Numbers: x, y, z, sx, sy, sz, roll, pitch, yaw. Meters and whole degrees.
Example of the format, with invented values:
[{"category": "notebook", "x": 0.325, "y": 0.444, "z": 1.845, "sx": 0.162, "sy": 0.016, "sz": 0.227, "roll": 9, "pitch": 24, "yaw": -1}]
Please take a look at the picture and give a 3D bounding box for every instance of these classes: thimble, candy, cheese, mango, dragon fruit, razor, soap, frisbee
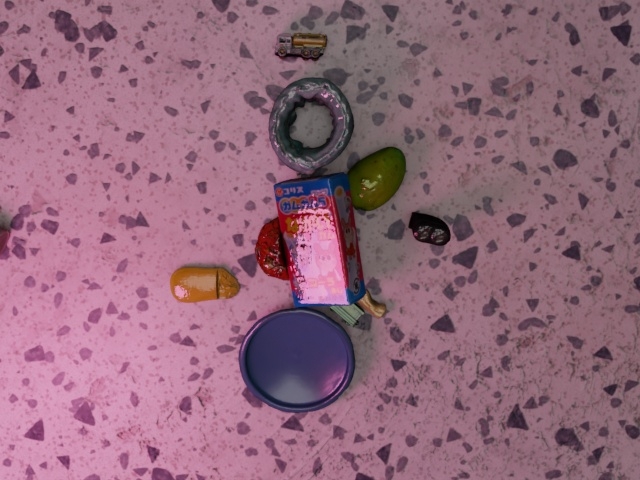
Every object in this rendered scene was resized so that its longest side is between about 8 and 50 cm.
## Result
[{"category": "thimble", "x": -0.022, "y": -0.263, "z": 1.796, "sx": 0.199, "sy": 0.143, "sz": 0.235, "roll": 12, "pitch": 98, "yaw": -1}, {"category": "candy", "x": -0.001, "y": 0.000, "z": 1.816, "sx": 0.157, "sy": 0.100, "sz": 0.305, "roll": -4, "pitch": 99, "yaw": 29}, {"category": "cheese", "x": 0.127, "y": 0.156, "z": 1.901, "sx": 0.083, "sy": 0.030, "sz": 0.044, "roll": 37, "pitch": 101, "yaw": 1}, {"category": "mango", "x": 0.133, "y": -0.151, "z": 1.833, "sx": 0.119, "sy": 0.100, "sz": 0.178, "roll": 43, "pitch": 87, "yaw": -3}, {"category": "dragon fruit", "x": -0.122, "y": 0.027, "z": 1.847, "sx": 0.083, "sy": 0.106, "sz": 0.162, "roll": -5, "pitch": 97, "yaw": 2}, {"category": "razor", "x": 0.259, "y": -0.031, "z": 1.824, "sx": 0.090, "sy": 0.148, "sz": 0.054, "roll": 15, "pitch": 103, "yaw": -3}, {"category": "soap", "x": -0.286, "y": 0.106, "z": 1.889, "sx": 0.169, "sy": 0.033, "sz": 0.089, "roll": -6, "pitch": 99, "yaw": -1}, {"category": "frisbee", "x": -0.057, "y": 0.293, "z": 1.899, "sx": 0.290, "sy": 0.049, "sz": 0.289, "roll": 0, "pitch": 108, "yaw": 1}]

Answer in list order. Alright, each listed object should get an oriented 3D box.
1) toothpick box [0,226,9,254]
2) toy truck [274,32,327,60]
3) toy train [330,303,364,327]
[{"category": "toothpick box", "x": -0.838, "y": -0.014, "z": 1.836, "sx": 0.149, "sy": 0.098, "sz": 0.098, "roll": 27, "pitch": 95, "yaw": -4}, {"category": "toy truck", "x": -0.046, "y": -0.461, "z": 1.818, "sx": 0.123, "sy": 0.052, "sz": 0.062, "roll": 3, "pitch": 92, "yaw": -2}, {"category": "toy train", "x": 0.064, "y": 0.171, "z": 1.900, "sx": 0.093, "sy": 0.038, "sz": 0.056, "roll": 42, "pitch": 88, "yaw": -4}]
